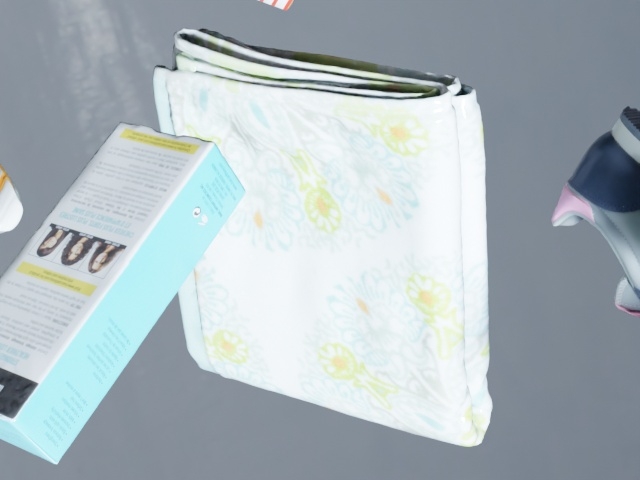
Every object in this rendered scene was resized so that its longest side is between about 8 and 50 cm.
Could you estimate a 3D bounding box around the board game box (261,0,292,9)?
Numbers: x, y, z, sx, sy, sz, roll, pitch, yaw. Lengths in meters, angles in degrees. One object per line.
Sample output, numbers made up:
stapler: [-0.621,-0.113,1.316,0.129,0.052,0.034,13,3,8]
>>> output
board game box: [-0.066,-0.315,1.190,0.147,0.045,0.193,19,76,-10]

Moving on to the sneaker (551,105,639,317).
sneaker: [0.321,0.042,1.134,0.112,0.131,0.319,2,45,-51]

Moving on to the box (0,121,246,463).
box: [-0.162,0.030,0.975,0.244,0.101,0.060,-56,139,-23]

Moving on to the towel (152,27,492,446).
towel: [0.000,0.000,1.280,0.090,0.321,0.374,-37,132,-44]

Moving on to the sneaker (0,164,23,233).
sneaker: [-0.354,-0.058,1.272,0.084,0.215,0.083,-61,155,-10]
